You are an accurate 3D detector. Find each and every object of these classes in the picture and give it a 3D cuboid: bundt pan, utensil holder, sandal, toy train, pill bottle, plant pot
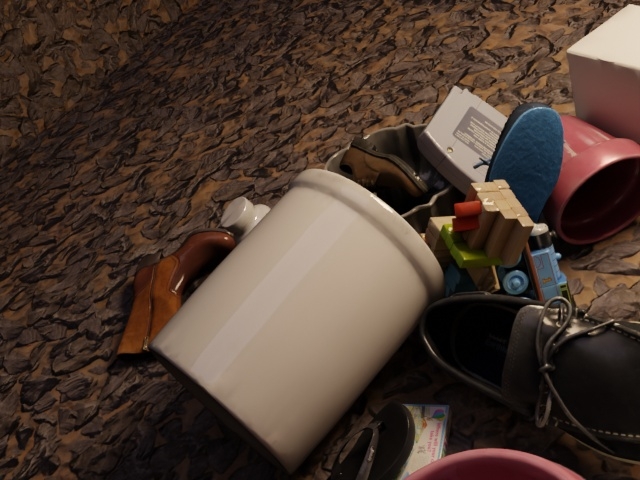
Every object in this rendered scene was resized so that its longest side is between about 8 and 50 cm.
[{"bbox_3d":[0.158,-0.102,1.542,0.331,0.124,0.330,-15,38,12],"label":"bundt pan"},{"bbox_3d":[-0.040,0.130,1.198,0.328,0.327,0.385,24,64,45],"label":"utensil holder"},{"bbox_3d":[0.051,0.343,1.088,0.254,0.054,0.097,-49,29,-16],"label":"sandal"},{"bbox_3d":[0.350,0.053,1.213,0.105,0.184,0.080,-16,13,8],"label":"toy train"},{"bbox_3d":[-0.114,-0.010,1.516,0.103,0.184,0.103,-31,39,29],"label":"pill bottle"},{"bbox_3d":[0.467,-0.124,1.316,0.201,0.201,0.180,-25,48,-1],"label":"plant pot"}]

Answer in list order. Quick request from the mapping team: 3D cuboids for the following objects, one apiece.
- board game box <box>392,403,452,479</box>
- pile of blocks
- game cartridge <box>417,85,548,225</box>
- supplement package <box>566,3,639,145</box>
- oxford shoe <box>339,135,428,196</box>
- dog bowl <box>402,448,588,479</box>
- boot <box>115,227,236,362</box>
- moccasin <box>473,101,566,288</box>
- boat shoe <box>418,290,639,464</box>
[{"bbox_3d":[0.140,0.323,1.125,0.104,0.026,0.154,-4,42,25],"label":"board game box"},{"bbox_3d":[0.209,0.031,1.220,0.113,0.362,0.148,-4,69,-18],"label":"pile of blocks"},{"bbox_3d":[0.338,-0.156,1.425,0.297,0.062,0.198,36,60,0],"label":"game cartridge"},{"bbox_3d":[0.592,-0.248,1.339,0.175,0.293,0.177,-36,40,-14],"label":"supplement package"},{"bbox_3d":[0.121,-0.123,1.439,0.096,0.083,0.227,-53,42,-4],"label":"oxford shoe"},{"bbox_3d":[0.191,0.417,0.813,0.408,0.150,0.408,-27,34,19],"label":"dog bowl"},{"bbox_3d":[-0.304,0.111,1.565,0.264,0.096,0.280,-16,39,11],"label":"boot"},{"bbox_3d":[0.316,-0.081,1.264,0.138,0.341,0.117,6,29,-8],"label":"moccasin"},{"bbox_3d":[0.326,0.174,1.003,0.500,0.156,0.186,15,89,55],"label":"boat shoe"}]
